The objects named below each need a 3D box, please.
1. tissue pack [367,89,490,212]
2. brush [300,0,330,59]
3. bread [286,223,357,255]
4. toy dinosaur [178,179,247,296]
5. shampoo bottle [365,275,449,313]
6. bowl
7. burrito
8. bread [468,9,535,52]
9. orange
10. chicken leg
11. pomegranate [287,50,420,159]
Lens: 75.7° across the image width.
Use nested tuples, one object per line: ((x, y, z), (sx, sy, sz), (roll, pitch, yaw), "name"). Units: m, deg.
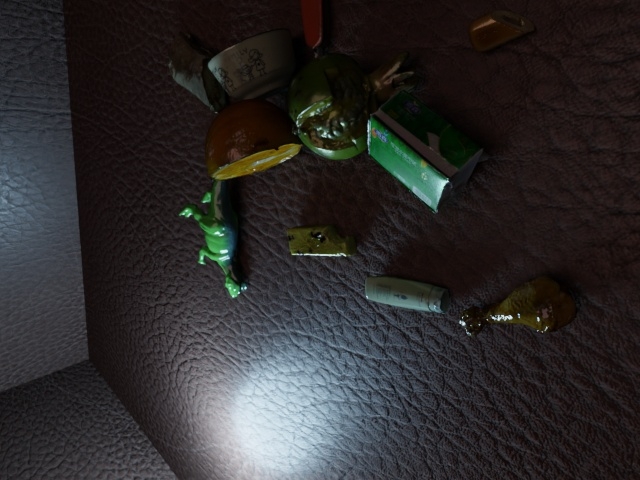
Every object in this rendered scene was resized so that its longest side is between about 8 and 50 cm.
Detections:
((0.223, -0.197, 0.848), (0.209, 0.156, 0.148), (47, 171, 21), "tissue pack")
((-0.011, -0.563, 1.026), (0.070, 0.051, 0.324), (3, 100, 36), "brush")
((0.000, 0.000, 1.163), (0.226, 0.049, 0.088), (-2, 100, 42), "bread")
((-0.300, -0.049, 1.371), (0.375, 0.143, 0.500), (56, 136, 10), "toy dinosaur")
((0.207, 0.130, 1.006), (0.212, 0.049, 0.072), (5, 100, 42), "shampoo bottle")
((-0.162, -0.446, 1.087), (0.237, 0.237, 0.127), (-11, 109, 44), "bowl")
((-0.400, -0.552, 1.354), (0.348, 0.107, 0.175), (47, 142, 26), "burrito")
((0.327, -0.391, 0.752), (0.103, 0.049, 0.062), (-10, 128, 43), "bread")
((-0.172, -0.236, 1.068), (0.310, 0.274, 0.274), (-111, 34, -53), "orange")
((0.380, 0.140, 0.820), (0.087, 0.107, 0.251), (53, 141, -4), "chicken leg")
((0.070, -0.318, 0.924), (0.301, 0.236, 0.236), (-26, 82, 13), "pomegranate")
